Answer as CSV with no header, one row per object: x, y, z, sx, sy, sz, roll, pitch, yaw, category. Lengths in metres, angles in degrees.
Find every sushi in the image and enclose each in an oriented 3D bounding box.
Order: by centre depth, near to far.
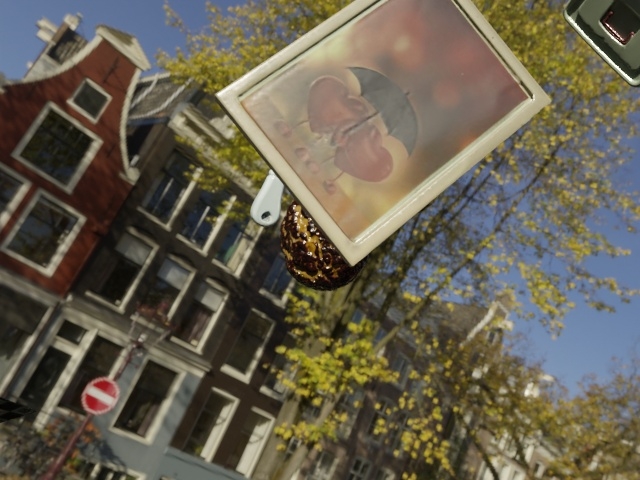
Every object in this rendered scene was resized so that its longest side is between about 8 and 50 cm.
-0.604,0.308,1.015,0.201,0.031,0.139,-19,-35,11,sushi

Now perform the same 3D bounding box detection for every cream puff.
0.000,0.000,1.378,0.165,0.239,0.239,-10,-6,-22,cream puff

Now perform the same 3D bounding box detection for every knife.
-0.081,-0.187,1.458,0.080,0.331,0.044,21,0,-25,knife

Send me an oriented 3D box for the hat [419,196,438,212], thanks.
0.150,-0.109,1.079,0.146,0.146,0.067,26,12,-2,hat

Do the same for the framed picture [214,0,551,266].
0.073,-0.142,0.621,0.211,0.289,0.020,52,-15,0,framed picture

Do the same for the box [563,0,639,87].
0.744,-0.525,1.420,0.294,0.168,0.193,55,-28,17,box
